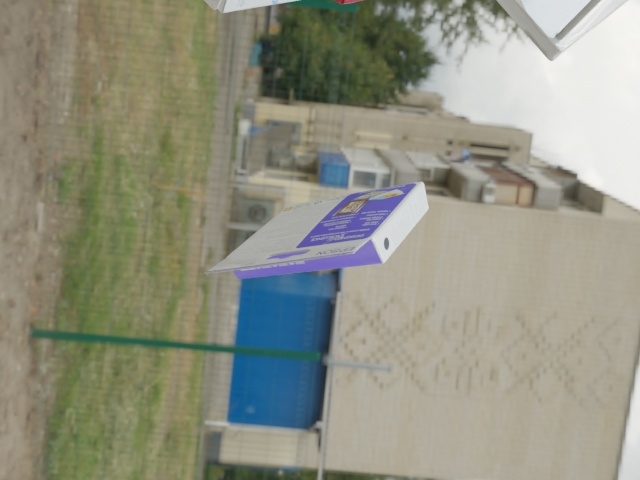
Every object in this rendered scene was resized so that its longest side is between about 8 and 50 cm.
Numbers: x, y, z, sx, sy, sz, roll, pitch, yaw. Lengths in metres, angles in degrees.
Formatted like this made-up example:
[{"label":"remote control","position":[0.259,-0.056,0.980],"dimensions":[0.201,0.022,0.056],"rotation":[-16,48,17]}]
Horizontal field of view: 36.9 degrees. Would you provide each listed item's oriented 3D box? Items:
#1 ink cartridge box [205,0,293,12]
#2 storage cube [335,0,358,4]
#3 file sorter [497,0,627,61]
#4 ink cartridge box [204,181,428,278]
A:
[{"label":"ink cartridge box","position":[-0.061,-0.247,0.825],"dimensions":[0.088,0.122,0.052],"rotation":[45,-45,23]},{"label":"storage cube","position":[0.057,-0.414,1.100],"dimensions":[0.183,0.215,0.193],"rotation":[47,-38,32]},{"label":"file sorter","position":[0.203,-0.338,0.807],"dimensions":[0.193,0.277,0.173],"rotation":[-38,177,-27]},{"label":"ink cartridge box","position":[0.000,0.000,1.138],"dimensions":[0.208,0.206,0.045],"rotation":[-42,118,-53]}]
